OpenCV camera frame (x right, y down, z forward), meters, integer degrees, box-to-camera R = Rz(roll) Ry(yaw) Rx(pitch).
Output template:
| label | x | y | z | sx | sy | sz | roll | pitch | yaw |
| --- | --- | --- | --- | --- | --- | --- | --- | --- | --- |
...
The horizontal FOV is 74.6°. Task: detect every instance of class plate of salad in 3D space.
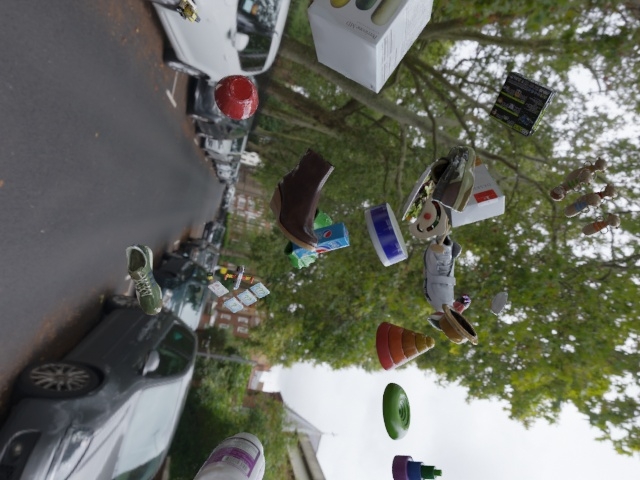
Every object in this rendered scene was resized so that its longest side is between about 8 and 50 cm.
| label | x | y | z | sx | sy | sz | roll | pitch | yaw |
| --- | --- | --- | --- | --- | --- | --- | --- | --- | --- |
| plate of salad | 0.290 | -0.138 | 1.185 | 0.200 | 0.048 | 0.200 | -54 | 167 | -18 |

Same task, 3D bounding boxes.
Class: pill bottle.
| label | x | y | z | sx | sy | sz | roll | pitch | yaw |
| --- | --- | --- | --- | --- | --- | --- | --- | --- | --- |
| pill bottle | -0.253 | 0.672 | 1.208 | 0.301 | 0.169 | 0.170 | 60 | 42 | -84 |

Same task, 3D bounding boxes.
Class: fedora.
| label | x | y | z | sx | sy | sz | roll | pitch | yaw |
| --- | --- | --- | --- | --- | --- | --- | --- | --- | --- |
| fedora | 0.524 | 0.339 | 1.637 | 0.079 | 0.194 | 0.194 | -46 | -155 | 21 |

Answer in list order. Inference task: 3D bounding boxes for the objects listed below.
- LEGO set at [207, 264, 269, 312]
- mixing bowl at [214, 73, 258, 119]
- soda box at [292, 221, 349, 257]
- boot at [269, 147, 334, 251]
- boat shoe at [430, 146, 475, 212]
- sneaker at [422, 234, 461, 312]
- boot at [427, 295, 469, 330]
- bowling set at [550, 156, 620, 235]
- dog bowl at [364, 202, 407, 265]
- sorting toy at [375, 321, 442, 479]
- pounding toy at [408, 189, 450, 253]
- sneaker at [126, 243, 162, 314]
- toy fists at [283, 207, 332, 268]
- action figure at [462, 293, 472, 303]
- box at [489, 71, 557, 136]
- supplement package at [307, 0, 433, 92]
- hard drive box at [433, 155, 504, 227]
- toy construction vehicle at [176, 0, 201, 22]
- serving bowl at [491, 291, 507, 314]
| label | x | y | z | sx | sy | sz | roll | pitch | yaw |
| --- | --- | --- | --- | --- | --- | --- | --- | --- | --- |
| LEGO set | -0.338 | 0.193 | 1.671 | 0.182 | 0.244 | 0.060 | -28 | -141 | 8 |
| mixing bowl | -0.323 | -0.583 | 1.666 | 0.098 | 0.181 | 0.182 | -2 | -105 | 67 |
| soda box | 0.000 | 0.000 | 1.607 | 0.067 | 0.209 | 0.071 | 54 | 26 | -52 |
| boot | -0.033 | -0.113 | 1.105 | 0.207 | 0.090 | 0.248 | -52 | -132 | 16 |
| boat shoe | 0.253 | -0.134 | 0.818 | 0.224 | 0.073 | 0.080 | -67 | 177 | -52 |
| sneaker | 0.560 | 0.133 | 1.937 | 0.210 | 0.137 | 0.366 | 96 | -3 | -53 |
| boot | 0.646 | 0.356 | 2.103 | 0.176 | 0.088 | 0.244 | -44 | 177 | -19 |
| bowling set | 0.958 | -0.164 | 1.523 | 0.154 | 0.199 | 0.288 | -36 | -122 | 52 |
| dog bowl | 0.289 | -0.028 | 1.843 | 0.265 | 0.104 | 0.265 | -21 | 90 | -75 |
| sorting toy | 0.219 | 0.367 | 0.972 | 0.126 | 0.127 | 0.367 | -14 | -112 | 28 |
| pounding toy | 0.479 | -0.085 | 1.825 | 0.154 | 0.154 | 0.270 | -9 | 106 | -65 |
| sneaker | -0.470 | 0.099 | 1.097 | 0.086 | 0.064 | 0.192 | 77 | -2 | -78 |
| toy fists | -0.048 | -0.005 | 1.874 | 0.096 | 0.142 | 0.279 | 16 | -112 | 48 |
| action figure | 0.648 | 0.259 | 1.852 | 0.115 | 0.030 | 0.038 | 31 | 42 | -62 |
| box | 0.770 | -0.523 | 1.614 | 0.191 | 0.045 | 0.184 | 45 | -40 | 34 |
| supplement package | 0.132 | -0.565 | 1.049 | 0.263 | 0.199 | 0.198 | -55 | 167 | -6 |
| hard drive box | 0.515 | -0.175 | 1.486 | 0.089 | 0.180 | 0.232 | 67 | 10 | -45 |
| toy construction vehicle | -0.190 | -0.392 | 0.666 | 0.086 | 0.035 | 0.098 | -57 | -177 | -1 |
| serving bowl | 0.603 | 0.210 | 1.430 | 0.084 | 0.027 | 0.083 | -62 | 169 | -20 |
